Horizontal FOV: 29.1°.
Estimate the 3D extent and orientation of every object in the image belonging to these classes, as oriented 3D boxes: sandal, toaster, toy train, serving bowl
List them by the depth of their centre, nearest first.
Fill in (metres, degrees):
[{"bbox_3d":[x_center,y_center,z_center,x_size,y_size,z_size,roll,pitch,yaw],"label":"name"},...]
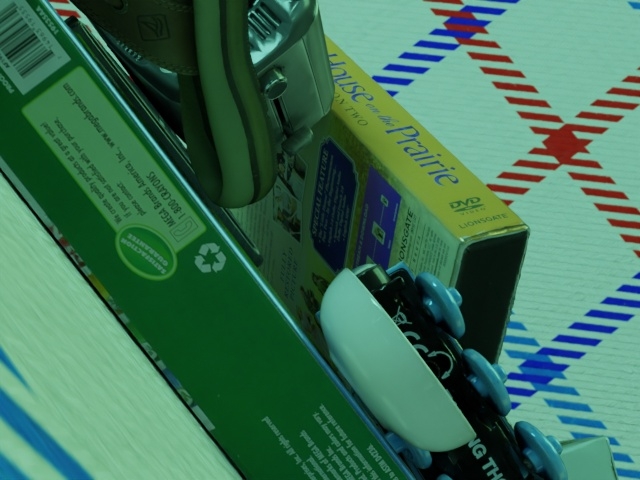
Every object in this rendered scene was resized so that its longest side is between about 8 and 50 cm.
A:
[{"bbox_3d":[0.025,0.052,0.483,0.083,0.027,0.083,52,-3,4],"label":"serving bowl"},{"bbox_3d":[-0.085,-0.128,0.576,0.120,0.086,0.302,-114,-169,-49],"label":"sandal"},{"bbox_3d":[0.066,0.098,0.695,0.184,0.080,0.105,56,-13,10],"label":"toy train"},{"bbox_3d":[-0.086,-0.152,0.865,0.227,0.129,0.146,47,-9,27],"label":"toaster"}]

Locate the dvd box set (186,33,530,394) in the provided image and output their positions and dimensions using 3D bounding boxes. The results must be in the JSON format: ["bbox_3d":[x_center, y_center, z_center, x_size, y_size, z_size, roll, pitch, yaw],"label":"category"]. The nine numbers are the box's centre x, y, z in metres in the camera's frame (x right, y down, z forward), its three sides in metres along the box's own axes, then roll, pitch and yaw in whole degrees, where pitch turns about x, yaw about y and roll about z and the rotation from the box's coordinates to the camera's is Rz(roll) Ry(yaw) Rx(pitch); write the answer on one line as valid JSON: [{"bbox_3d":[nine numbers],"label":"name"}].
[{"bbox_3d":[0.000,0.000,1.018,0.420,0.062,0.307,49,-37,43],"label":"dvd box set"}]

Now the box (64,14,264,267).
[{"bbox_3d":[-0.128,-0.062,0.830,0.183,0.059,0.233,52,-3,-15],"label":"box"}]

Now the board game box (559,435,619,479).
[{"bbox_3d":[0.187,0.269,0.934,0.303,0.098,0.224,68,6,-78],"label":"board game box"}]

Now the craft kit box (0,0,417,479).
[{"bbox_3d":[-0.065,0.007,0.568,0.250,0.061,0.246,53,0,-7],"label":"craft kit box"}]
